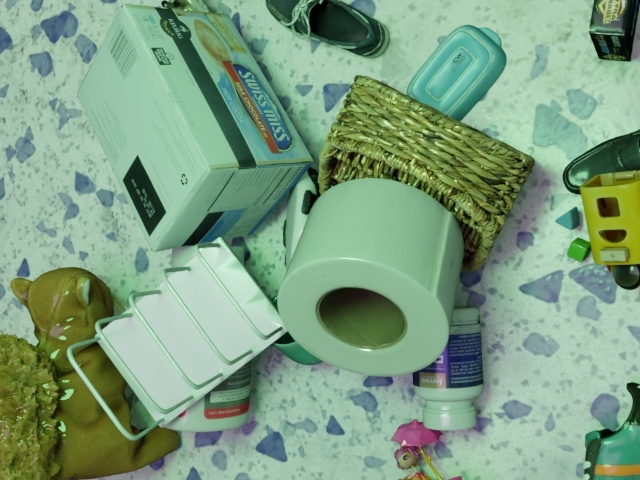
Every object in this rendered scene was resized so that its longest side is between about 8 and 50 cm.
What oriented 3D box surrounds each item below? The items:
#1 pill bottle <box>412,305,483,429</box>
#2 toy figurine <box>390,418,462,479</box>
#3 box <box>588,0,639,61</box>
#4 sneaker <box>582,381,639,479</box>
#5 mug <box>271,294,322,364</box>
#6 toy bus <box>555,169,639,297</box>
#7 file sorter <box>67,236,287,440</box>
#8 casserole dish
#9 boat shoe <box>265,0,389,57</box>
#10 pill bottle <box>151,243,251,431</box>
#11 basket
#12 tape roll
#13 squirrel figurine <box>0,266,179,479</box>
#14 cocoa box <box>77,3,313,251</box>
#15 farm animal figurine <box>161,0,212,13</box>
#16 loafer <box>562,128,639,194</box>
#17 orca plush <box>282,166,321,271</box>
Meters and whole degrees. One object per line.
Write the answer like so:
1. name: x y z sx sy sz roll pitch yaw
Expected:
1. pill bottle: 0.201 0.200 1.274 0.111 0.112 0.187 -4 87 26
2. toy figurine: 0.167 0.376 1.308 0.173 0.130 0.159 -53 52 42
3. box: 0.428 -0.380 1.134 0.051 0.175 0.221 10 93 23
4. sneaker: 0.424 0.346 1.172 0.121 0.108 0.302 33 95 23
5. mug: -0.027 0.145 1.386 0.157 0.097 0.130 16 68 48
6. toy bus: 0.430 -0.001 1.130 0.202 0.104 0.191 42 132 20
7. file sorter: -0.226 0.154 1.264 0.277 0.173 0.193 -38 85 7
8. casserole dish: 0.216 -0.269 1.314 0.114 0.037 0.188 47 107 18
9. boat shoe: -0.002 -0.388 1.397 0.254 0.079 0.095 35 104 22
10. pill bottle: -0.208 0.167 1.438 0.176 0.176 0.319 4 91 26
11. basket: 0.145 -0.090 1.221 0.299 0.213 0.223 29 103 9
12. tape roll: 0.076 0.055 1.157 0.246 0.169 0.246 10 135 10
13. squirrel figurine: -0.484 0.243 1.452 0.280 0.397 0.371 3 99 31
14. cocoa box: -0.220 -0.194 1.377 0.231 0.227 0.347 -46 65 40
15. farm animal figurine: -0.213 -0.575 1.463 0.330 0.172 0.327 -40 87 20
16. loafer: 0.460 -0.126 1.169 0.223 0.078 0.076 -20 80 24
17. orca plush: 0.000 0.000 1.357 0.287 0.102 0.151 -94 18 -45
